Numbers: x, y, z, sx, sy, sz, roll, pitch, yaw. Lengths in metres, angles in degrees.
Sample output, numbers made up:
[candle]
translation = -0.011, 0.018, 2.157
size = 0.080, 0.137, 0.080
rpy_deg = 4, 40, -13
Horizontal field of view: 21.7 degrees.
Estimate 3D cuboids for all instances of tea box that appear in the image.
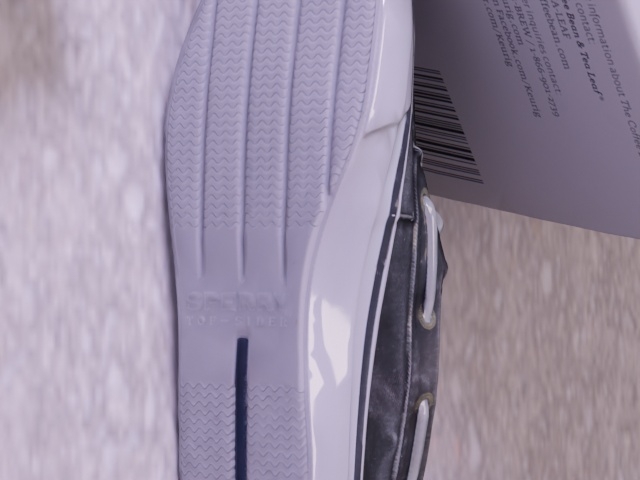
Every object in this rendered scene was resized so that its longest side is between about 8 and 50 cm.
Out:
[tea box]
translation = 0.161, -0.230, 0.845
size = 0.323, 0.220, 0.329
rpy_deg = -39, 121, -26

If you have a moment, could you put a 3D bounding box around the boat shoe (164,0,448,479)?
[boat shoe]
translation = 0.000, 0.000, 0.806
size = 0.119, 0.121, 0.335
rpy_deg = 4, 92, -55
